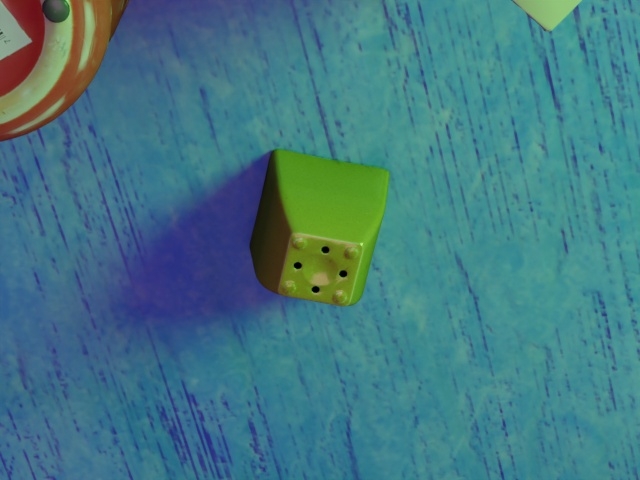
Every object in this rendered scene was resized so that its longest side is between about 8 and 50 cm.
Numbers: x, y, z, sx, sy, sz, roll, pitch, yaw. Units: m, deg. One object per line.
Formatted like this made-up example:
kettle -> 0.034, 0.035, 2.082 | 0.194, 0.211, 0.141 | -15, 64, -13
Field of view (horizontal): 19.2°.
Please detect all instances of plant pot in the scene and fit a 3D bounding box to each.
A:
plant pot -> -0.204, -0.159, 1.098 | 0.191, 0.174, 0.191 | 1, 120, 1
plant pot -> 0.000, 0.000, 1.238 | 0.081, 0.083, 0.081 | 10, 118, -7

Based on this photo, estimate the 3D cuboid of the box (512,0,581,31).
box -> 0.124, -0.279, 1.010 | 0.213, 0.117, 0.243 | 37, 110, -20
